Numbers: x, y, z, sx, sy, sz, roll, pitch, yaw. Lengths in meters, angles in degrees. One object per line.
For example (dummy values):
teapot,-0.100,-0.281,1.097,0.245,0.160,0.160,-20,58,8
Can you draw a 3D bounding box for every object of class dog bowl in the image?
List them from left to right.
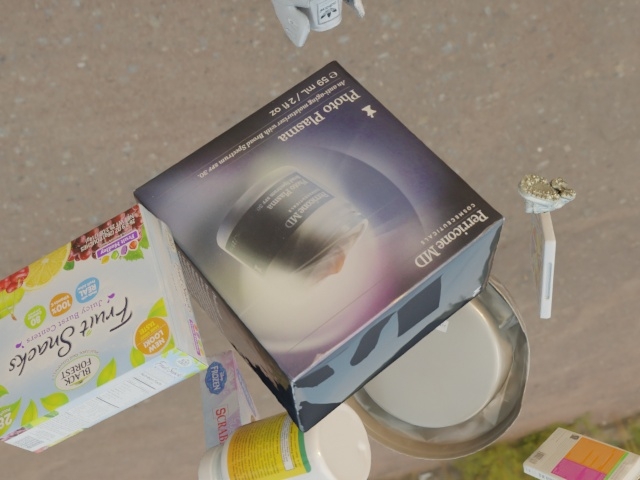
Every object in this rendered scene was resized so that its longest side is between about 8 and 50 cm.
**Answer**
dog bowl,0.178,0.176,1.472,0.348,0.349,0.102,-29,-179,26

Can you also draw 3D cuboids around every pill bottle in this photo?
pill bottle,-0.051,0.279,1.132,0.208,0.118,0.117,-25,156,32

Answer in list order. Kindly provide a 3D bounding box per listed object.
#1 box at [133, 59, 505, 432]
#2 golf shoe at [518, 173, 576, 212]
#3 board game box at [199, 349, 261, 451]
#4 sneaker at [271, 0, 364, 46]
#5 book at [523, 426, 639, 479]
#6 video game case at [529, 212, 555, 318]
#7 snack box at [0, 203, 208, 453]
box,0.000,0.000,1.039,0.296,0.294,0.183,-37,157,-16
golf shoe,0.423,-0.078,1.745,0.176,0.069,0.086,4,139,-47
board game box,-0.116,0.403,1.498,0.065,0.318,0.319,-17,127,0
sneaker,0.021,-0.363,1.227,0.137,0.366,0.210,-29,132,-13
book,0.390,0.336,1.345,0.096,0.035,0.144,-33,-150,-31
video game case,0.478,0.018,1.953,0.026,0.227,0.206,-1,126,7
snack box,-0.232,0.088,0.904,0.207,0.175,0.070,-28,148,12
